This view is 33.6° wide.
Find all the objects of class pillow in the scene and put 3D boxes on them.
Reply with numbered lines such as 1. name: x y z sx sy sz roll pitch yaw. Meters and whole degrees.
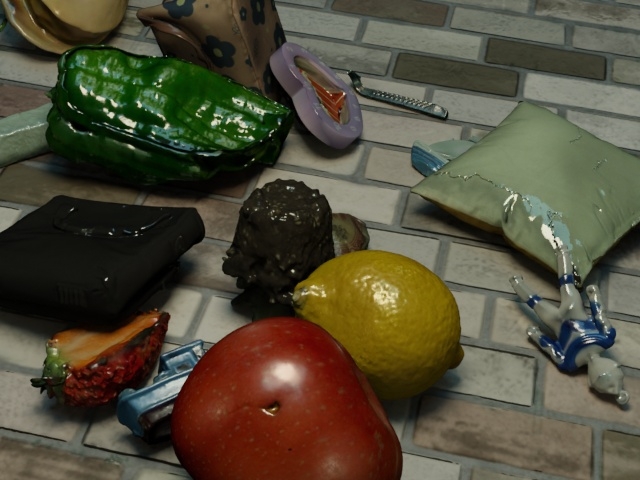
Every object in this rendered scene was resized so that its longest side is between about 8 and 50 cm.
1. pillow: 0.345 -0.080 1.607 0.312 0.119 0.310 34 55 27

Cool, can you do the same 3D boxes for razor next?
1. razor: 0.133 -0.247 1.847 0.190 0.033 0.066 23 4 16

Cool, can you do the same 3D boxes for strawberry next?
1. strawberry: -0.271 0.153 1.335 0.140 0.085 0.192 -4 19 14

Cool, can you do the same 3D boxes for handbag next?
1. handbag: -0.173 -0.334 1.764 0.193 0.251 0.190 -1 40 20
2. handbag: -0.319 0.019 1.440 0.275 0.088 0.244 4 30 27

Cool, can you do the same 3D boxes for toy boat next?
1. toy boat: -0.147 0.173 1.313 0.223 0.100 0.097 -19 58 -27
2. toy boat: 0.205 -0.149 1.736 0.105 0.034 0.149 22 46 16

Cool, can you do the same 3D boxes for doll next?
1. doll: 0.340 0.124 1.416 0.114 0.057 0.227 -34 60 16

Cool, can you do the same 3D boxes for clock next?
1. clock: -0.005 -0.230 1.750 0.172 0.064 0.198 -4 60 -58

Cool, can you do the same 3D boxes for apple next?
1. apple: -0.039 0.213 1.163 0.216 0.260 0.260 -31 48 -1

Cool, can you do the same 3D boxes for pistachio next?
1. pistachio: -0.458 -0.477 1.919 0.238 0.229 0.321 31 43 -25

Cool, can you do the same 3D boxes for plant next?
1. plant: -0.054 0.026 1.413 0.142 0.203 0.131 16 34 25

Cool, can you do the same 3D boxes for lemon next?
1. lemon: 0.073 0.104 1.333 0.244 0.187 0.187 20 40 -14

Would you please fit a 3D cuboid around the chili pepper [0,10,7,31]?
1. chili pepper: -0.660 -0.421 1.945 0.100 0.074 0.257 -25 49 -28

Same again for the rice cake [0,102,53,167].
1. rice cake: -0.474 -0.167 1.684 0.206 0.069 0.063 -20 48 -26

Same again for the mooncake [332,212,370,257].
1. mooncake: 0.000 0.000 1.532 0.130 0.073 0.125 16 42 11

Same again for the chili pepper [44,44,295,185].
1. chili pepper: -0.235 -0.173 1.647 0.385 0.167 0.213 12 57 -9
